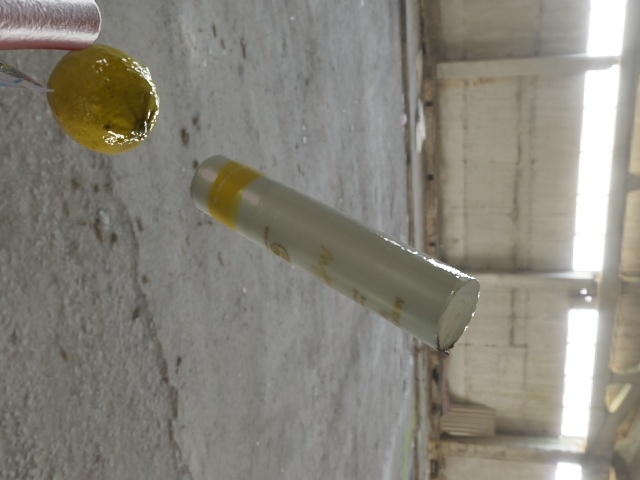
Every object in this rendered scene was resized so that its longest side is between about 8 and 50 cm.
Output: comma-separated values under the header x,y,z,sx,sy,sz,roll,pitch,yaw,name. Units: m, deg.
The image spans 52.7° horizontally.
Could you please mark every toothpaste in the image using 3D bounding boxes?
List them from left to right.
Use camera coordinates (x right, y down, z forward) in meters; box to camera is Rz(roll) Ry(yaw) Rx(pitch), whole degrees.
x,y,z,sx,sy,sz,roll,pitch,yaw,name
-0.470,-0.239,0.902,0.089,0.234,0.057,13,99,-53,toothpaste

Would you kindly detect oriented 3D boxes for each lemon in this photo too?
x,y,z,sx,sy,sz,roll,pitch,yaw,name
-0.399,-0.261,1.203,0.192,0.231,0.192,-47,161,-22,lemon

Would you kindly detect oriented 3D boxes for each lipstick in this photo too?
x,y,z,sx,sy,sz,roll,pitch,yaw,name
-0.325,-0.241,0.691,0.241,0.080,0.080,-63,151,-70,lipstick
0.000,0.000,0.511,0.059,0.264,0.059,-33,137,-37,lipstick
